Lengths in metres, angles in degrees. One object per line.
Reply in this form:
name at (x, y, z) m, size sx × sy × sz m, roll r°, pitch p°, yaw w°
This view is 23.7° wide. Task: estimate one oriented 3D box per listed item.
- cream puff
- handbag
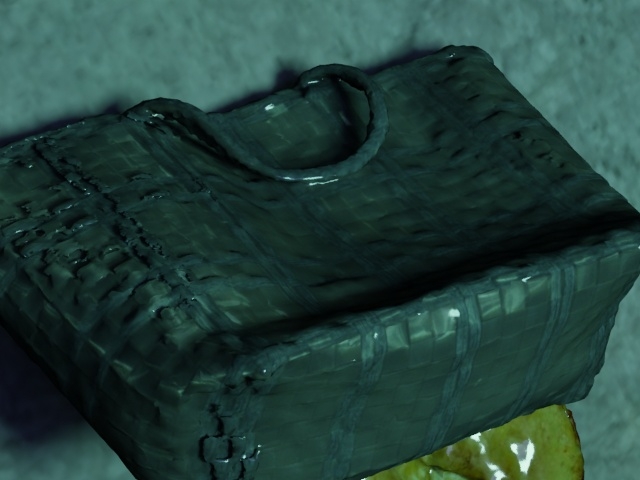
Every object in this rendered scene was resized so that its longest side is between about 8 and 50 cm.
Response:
cream puff at (0.037, 0.103, 0.629) m, size 0.149 × 0.084 × 0.149 m, roll 3°, pitch 85°, yaw -32°
handbag at (0.000, 0.000, 0.567) m, size 0.270 × 0.175 × 0.088 m, roll -15°, pitch 138°, yaw -31°
